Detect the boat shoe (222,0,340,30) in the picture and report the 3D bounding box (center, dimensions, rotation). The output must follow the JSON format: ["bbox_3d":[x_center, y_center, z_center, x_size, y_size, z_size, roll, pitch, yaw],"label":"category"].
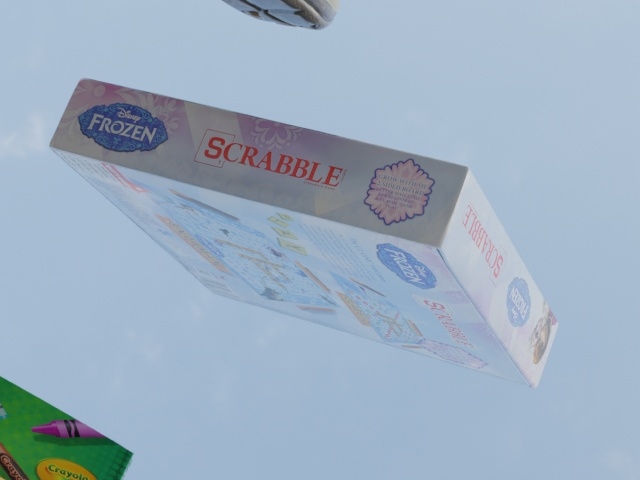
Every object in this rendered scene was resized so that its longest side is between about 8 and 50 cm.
[{"bbox_3d":[-0.087,-0.276,1.003,0.132,0.355,0.130,19,-102,36],"label":"boat shoe"}]

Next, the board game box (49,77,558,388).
[{"bbox_3d":[0.000,0.000,1.178,0.318,0.318,0.066,15,-106,24],"label":"board game box"}]

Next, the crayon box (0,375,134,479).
[{"bbox_3d":[-0.271,0.219,1.098,0.165,0.278,0.081,31,-145,-7],"label":"crayon box"}]
